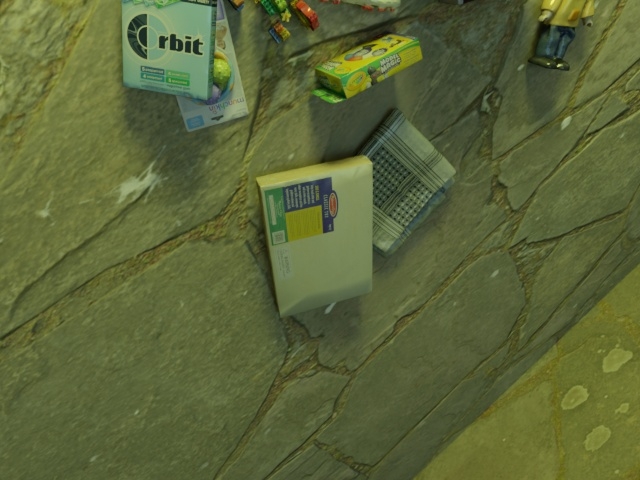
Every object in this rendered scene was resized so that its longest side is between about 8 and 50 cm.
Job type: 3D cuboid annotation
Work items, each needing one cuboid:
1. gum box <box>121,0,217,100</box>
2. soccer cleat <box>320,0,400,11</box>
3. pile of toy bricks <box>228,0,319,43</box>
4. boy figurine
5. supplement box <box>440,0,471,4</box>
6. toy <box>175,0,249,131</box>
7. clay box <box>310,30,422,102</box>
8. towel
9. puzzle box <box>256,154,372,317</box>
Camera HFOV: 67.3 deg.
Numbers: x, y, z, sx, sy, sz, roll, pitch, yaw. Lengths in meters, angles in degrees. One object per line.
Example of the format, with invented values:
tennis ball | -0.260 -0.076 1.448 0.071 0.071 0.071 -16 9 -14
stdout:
gum box | -0.268 -0.357 0.855 0.157 0.041 0.184 9 116 0
soccer cleat | 0.083 -0.515 0.980 0.196 0.068 0.076 -2 115 -24
pile of toy bricks | -0.093 -0.453 0.894 0.118 0.105 0.212 -45 128 2
boy figurine | 0.636 -0.585 1.219 0.177 0.092 0.285 0 120 -25
supplement box | 0.381 -0.624 1.068 0.239 0.073 0.130 -23 126 -14
toy | -0.222 -0.332 0.927 0.137 0.056 0.237 -20 125 -14
clay box | 0.088 -0.371 1.025 0.222 0.127 0.053 -30 127 -11
towel | 0.192 -0.129 1.269 0.324 0.056 0.312 35 97 -38
puzzle box | 0.000 0.000 1.211 0.272 0.052 0.409 -13 127 -13
